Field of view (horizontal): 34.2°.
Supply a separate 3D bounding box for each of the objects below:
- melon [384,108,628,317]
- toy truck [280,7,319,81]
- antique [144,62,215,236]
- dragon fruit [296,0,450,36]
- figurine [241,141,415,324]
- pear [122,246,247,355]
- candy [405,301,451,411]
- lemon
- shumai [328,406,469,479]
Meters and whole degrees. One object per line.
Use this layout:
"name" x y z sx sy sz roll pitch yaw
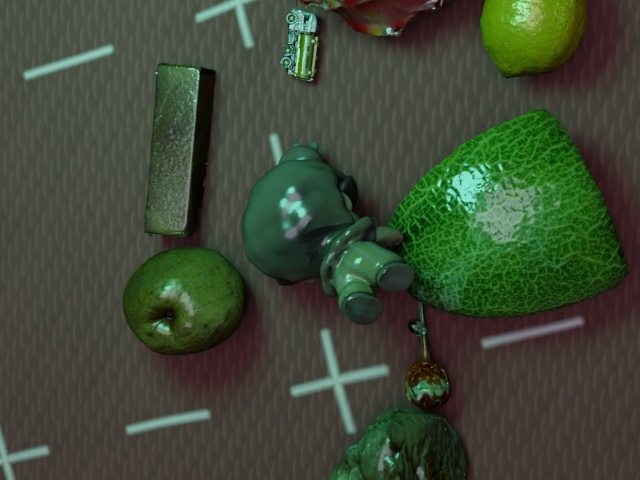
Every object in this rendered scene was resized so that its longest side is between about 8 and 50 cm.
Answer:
"melon" 0.289 -0.012 1.749 0.343 0.226 0.331 -29 105 -1
"toy truck" -0.033 -0.348 1.853 0.062 0.052 0.123 8 97 7
"antique" -0.256 -0.162 1.891 0.087 0.093 0.310 6 96 11
"dragon fruit" 0.072 -0.517 1.681 0.371 0.249 0.386 46 124 10
"figurine" 0.001 0.001 1.747 0.380 0.203 0.248 42 115 45
"pear" -0.247 0.108 1.851 0.228 0.211 0.188 -10 94 13
"candy" 0.182 0.158 1.844 0.078 0.084 0.288 -6 86 16
"lemon" 0.351 -0.369 1.712 0.180 0.180 0.193 -1 71 12
"shumai" 0.123 0.409 1.831 0.218 0.189 0.256 -18 125 32
